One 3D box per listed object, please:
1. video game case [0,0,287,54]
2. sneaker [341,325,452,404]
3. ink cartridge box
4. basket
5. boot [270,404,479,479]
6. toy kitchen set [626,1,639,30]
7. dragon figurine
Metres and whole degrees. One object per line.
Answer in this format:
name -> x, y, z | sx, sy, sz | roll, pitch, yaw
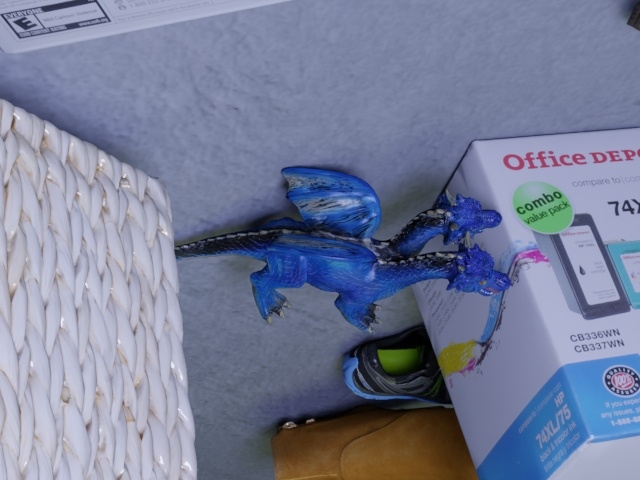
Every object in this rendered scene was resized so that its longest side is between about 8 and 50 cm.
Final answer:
video game case -> -0.104, -0.179, 0.671 | 0.227, 0.026, 0.206 | -8, 154, 12
sneaker -> 0.116, 0.129, 1.346 | 0.188, 0.067, 0.078 | 2, 153, -26
ink cartridge box -> 0.222, 0.072, 1.087 | 0.198, 0.270, 0.197 | -6, 149, -20
basket -> -0.267, 0.112, 0.795 | 0.328, 0.331, 0.266 | -21, 155, 27
boot -> 0.057, 0.234, 1.365 | 0.211, 0.104, 0.295 | -9, -177, -9
toy kitchen set -> 0.235, -0.185, 0.899 | 0.068, 0.075, 0.083 | 25, 104, -2
dragon figurine -> 0.000, 0.000, 1.013 | 0.289, 0.085, 0.144 | 13, 146, -6
